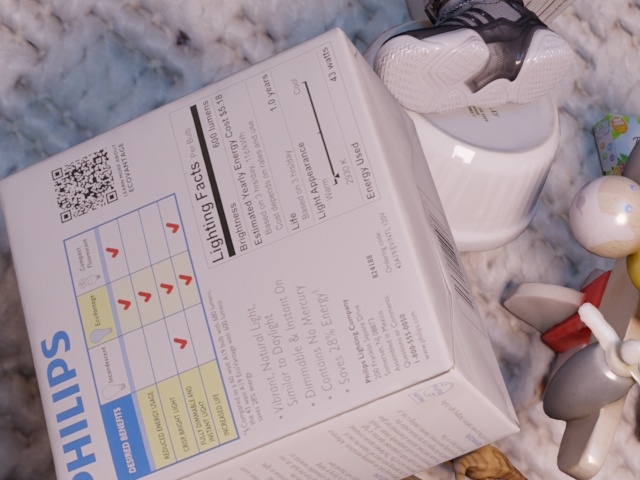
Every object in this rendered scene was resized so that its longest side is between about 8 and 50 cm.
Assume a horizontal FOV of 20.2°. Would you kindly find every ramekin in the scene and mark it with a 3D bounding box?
[{"bbox_3d":[0.139,-0.127,1.982,0.273,0.127,0.273,16,43,-15],"label":"ramekin"}]

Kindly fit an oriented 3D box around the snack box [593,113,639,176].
[{"bbox_3d":[0.412,-0.100,2.211,0.141,0.037,0.100,2,65,-27],"label":"snack box"}]

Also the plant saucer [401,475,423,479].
[{"bbox_3d":[0.022,0.312,1.690,0.278,0.041,0.278,1,47,-1],"label":"plant saucer"}]

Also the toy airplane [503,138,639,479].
[{"bbox_3d":[0.341,0.033,1.910,0.272,0.384,0.386,44,8,-29],"label":"toy airplane"}]

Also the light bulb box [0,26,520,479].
[{"bbox_3d":[-0.061,0.060,1.637,0.225,0.361,0.358,45,26,-60],"label":"light bulb box"}]

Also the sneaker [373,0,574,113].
[{"bbox_3d":[0.137,-0.219,1.904,0.269,0.101,0.153,-5,51,-41],"label":"sneaker"}]

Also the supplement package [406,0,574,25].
[{"bbox_3d":[0.202,-0.311,2.159,0.179,0.105,0.105,-7,70,-30],"label":"supplement package"}]

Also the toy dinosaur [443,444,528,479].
[{"bbox_3d":[0.161,0.227,1.863,0.112,0.064,0.211,31,7,32],"label":"toy dinosaur"}]
